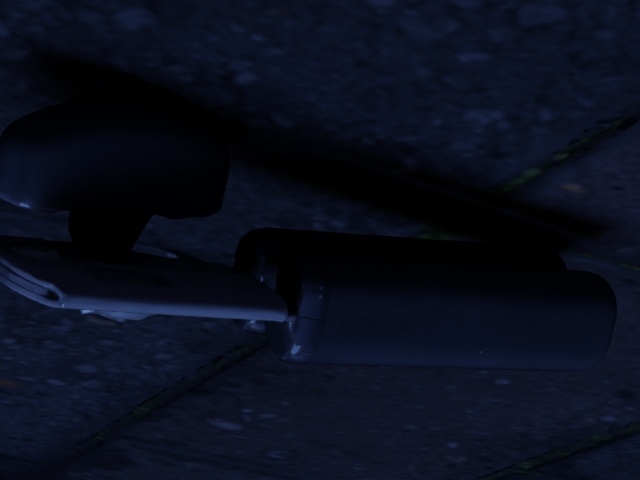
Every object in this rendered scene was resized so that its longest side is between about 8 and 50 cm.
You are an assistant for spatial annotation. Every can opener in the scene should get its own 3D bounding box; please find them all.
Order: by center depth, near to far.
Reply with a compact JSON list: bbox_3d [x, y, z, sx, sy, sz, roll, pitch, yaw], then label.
[{"bbox_3d":[0.000,0.000,0.798,0.283,0.095,0.076,4,-165,-30],"label":"can opener"}]
